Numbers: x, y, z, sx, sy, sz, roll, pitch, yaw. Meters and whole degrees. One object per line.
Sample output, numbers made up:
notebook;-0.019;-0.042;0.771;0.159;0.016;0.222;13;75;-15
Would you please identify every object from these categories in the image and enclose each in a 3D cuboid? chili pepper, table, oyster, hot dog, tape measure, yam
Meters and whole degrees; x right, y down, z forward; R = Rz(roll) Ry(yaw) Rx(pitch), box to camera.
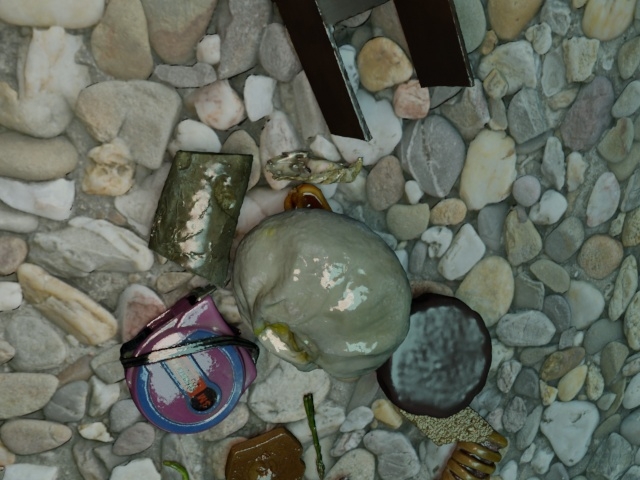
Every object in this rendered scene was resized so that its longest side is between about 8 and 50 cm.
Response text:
chili pepper;-0.305;0.498;1.085;0.030;0.017;0.083;-30;112;-10
table;0.098;-0.368;0.931;0.251;0.196;0.281;-31;114;-12
oyster;-0.012;-0.132;1.010;0.200;0.106;0.061;8;133;-8
hot dog;0.000;0.000;1.050;0.104;0.076;0.250;-44;119;-27
tape measure;-0.248;0.238;0.979;0.245;0.149;0.231;-34;109;-18
yam;-0.219;-0.049;0.914;0.154;0.154;0.254;12;96;-23

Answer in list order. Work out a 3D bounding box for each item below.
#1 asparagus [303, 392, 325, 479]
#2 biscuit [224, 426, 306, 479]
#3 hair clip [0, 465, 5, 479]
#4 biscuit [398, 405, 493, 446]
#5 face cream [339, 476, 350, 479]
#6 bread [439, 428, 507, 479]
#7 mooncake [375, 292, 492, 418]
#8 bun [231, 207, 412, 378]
asparagus;-0.012;0.460;1.184;0.023;0.022;0.232;-35;119;-58
biscuit;-0.120;0.533;1.155;0.182;0.034;0.215;-17;111;-15
hair clip;-0.698;0.436;0.901;0.219;0.071;0.159;26;95;-20
biscuit;0.317;0.450;1.275;0.237;0.026;0.131;42;88;-10
face cream;-0.036;0.657;1.159;0.291;0.071;0.143;-31;96;-30
bread;0.406;0.598;1.341;0.134;0.081;0.225;25;90;-25
mooncake;0.249;0.256;1.166;0.283;0.141;0.282;-1;95;-16
bun;-0.009;0.113;0.924;0.362;0.362;0.211;47;49;-24
